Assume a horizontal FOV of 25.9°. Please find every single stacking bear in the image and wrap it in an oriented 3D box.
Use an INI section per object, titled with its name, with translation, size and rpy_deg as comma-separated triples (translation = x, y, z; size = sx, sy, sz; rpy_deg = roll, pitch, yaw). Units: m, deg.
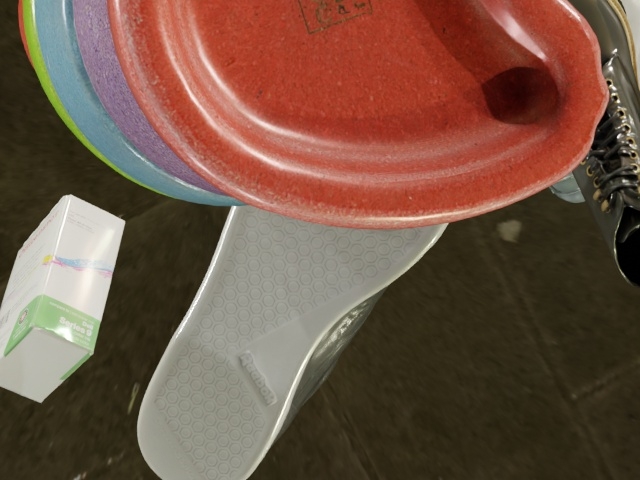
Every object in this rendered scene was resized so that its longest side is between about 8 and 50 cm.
[stacking bear]
translation = -0.045, -0.096, 0.569
size = 0.164, 0.289, 0.175
rpy_deg = -23, 105, -19

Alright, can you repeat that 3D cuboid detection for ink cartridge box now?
[ink cartridge box]
translation = -0.335, 0.072, 1.756
size = 0.093, 0.154, 0.212
rpy_deg = 26, 47, -24

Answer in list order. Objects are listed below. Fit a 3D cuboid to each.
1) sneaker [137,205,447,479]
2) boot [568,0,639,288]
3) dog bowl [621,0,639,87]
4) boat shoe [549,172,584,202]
[sneaker]
translation = -0.001, 0.000, 0.805
size = 0.104, 0.147, 0.296
rpy_deg = 33, 107, 0
[boot]
translation = 0.169, -0.073, 0.843
size = 0.076, 0.137, 0.198
rpy_deg = -26, 122, 19
[dog bowl]
translation = 0.422, -0.142, 1.306
size = 0.348, 0.102, 0.349
rpy_deg = -4, 101, -19
[boat shoe]
translation = 0.361, -0.155, 1.467
size = 0.319, 0.116, 0.099
rpy_deg = -35, 127, 5
